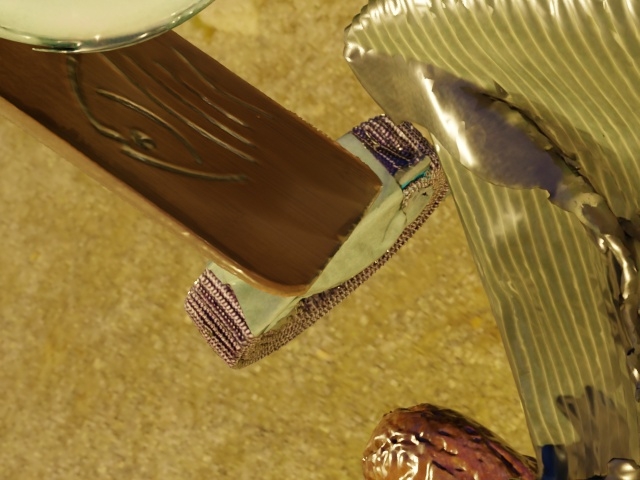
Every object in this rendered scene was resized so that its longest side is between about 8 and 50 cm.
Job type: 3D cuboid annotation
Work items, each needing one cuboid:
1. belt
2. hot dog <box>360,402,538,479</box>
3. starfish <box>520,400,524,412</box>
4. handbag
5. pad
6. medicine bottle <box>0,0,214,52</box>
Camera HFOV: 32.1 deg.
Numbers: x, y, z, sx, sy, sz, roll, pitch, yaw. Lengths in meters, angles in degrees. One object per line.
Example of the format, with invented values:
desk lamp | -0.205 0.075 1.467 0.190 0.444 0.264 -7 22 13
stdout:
belt | 0.000 0.000 1.192 0.325 0.260 0.122 -39 78 -8
hot dog | 0.197 0.301 1.095 0.174 0.267 0.387 -47 46 6
starfish | 0.264 -0.006 0.769 0.347 0.358 0.078 -27 18 11
handbag | 0.170 -0.012 0.416 0.240 0.247 0.341 -18 89 48
pad | -0.098 -0.084 0.744 0.018 0.286 0.284 -57 -2 22
medicine bottle | -0.161 -0.248 0.656 0.245 0.245 0.290 -54 22 2
